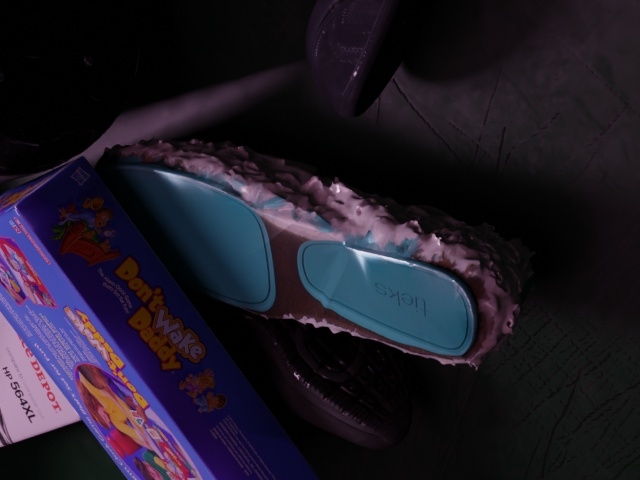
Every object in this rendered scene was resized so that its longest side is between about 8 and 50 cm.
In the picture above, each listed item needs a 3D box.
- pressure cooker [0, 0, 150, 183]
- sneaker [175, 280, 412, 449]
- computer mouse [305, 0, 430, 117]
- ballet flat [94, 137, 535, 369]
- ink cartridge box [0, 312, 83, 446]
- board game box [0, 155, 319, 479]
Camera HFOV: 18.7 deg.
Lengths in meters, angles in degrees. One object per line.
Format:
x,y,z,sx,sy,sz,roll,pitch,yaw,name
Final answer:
-0.409,-0.198,1.665,0.420,0.375,0.370,-14,104,35,pressure cooker
-0.039,0.107,1.743,0.286,0.109,0.130,35,134,24,sneaker
0.050,-0.211,1.509,0.072,0.188,0.272,32,135,8,computer mouse
0.000,0.000,1.642,0.409,0.147,0.147,20,119,27,ballet flat
-0.307,0.118,1.914,0.203,0.086,0.148,-21,97,38,ink cartridge box
-0.173,0.101,1.732,0.347,0.078,0.233,55,156,-10,board game box
